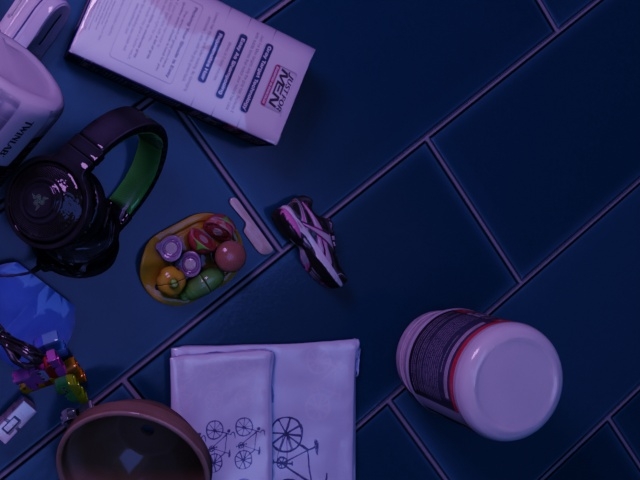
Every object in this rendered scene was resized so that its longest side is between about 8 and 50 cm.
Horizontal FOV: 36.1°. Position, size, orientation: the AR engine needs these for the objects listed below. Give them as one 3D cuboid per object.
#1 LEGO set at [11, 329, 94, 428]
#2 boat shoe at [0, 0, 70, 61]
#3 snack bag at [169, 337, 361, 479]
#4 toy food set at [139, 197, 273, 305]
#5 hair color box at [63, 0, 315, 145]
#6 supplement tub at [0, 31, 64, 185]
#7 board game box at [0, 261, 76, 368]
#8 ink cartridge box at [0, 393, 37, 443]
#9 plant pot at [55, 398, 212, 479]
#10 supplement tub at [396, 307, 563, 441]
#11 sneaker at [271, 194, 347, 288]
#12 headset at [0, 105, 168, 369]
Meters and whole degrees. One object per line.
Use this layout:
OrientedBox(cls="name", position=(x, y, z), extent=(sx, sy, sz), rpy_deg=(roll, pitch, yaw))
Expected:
OrientedBox(cls="LEGO set", position=(-0.414, 0.215, 1.486), extent=(0.093, 0.087, 0.227), rpy_deg=(-20, 145, -6))
OrientedBox(cls="boat shoe", position=(-0.465, -0.280, 1.466), extent=(0.076, 0.083, 0.226), rpy_deg=(36, 85, 13))
OrientedBox(cls="snack bag", position=(-0.086, 0.332, 1.655), extent=(0.343, 0.037, 0.322), rpy_deg=(-1, 93, -20))
OrientedBox(cls="toy food set", position=(-0.184, 0.023, 1.581), extent=(0.218, 0.071, 0.128), rpy_deg=(-31, 103, -16))
OrientedBox(cls="hair color box", position=(-0.203, -0.292, 1.536), extent=(0.347, 0.105, 0.173), rpy_deg=(23, 86, -19))
OrientedBox(cls="supplement tub", position=(-0.518, -0.132, 1.344), extent=(0.194, 0.193, 0.316), rpy_deg=(39, 106, -18))
OrientedBox(cls="board game box", position=(-0.464, 0.114, 1.506), extent=(0.169, 0.033, 0.133), rpy_deg=(41, 90, -18))
OrientedBox(cls="ink cartridge box", position=(-0.475, 0.279, 1.503), extent=(0.083, 0.048, 0.028), rpy_deg=(-46, 107, -10))
OrientedBox(cls="plant pot", position=(-0.278, 0.324, 1.521), extent=(0.238, 0.109, 0.237), rpy_deg=(3, 121, 4))
OrientedBox(cls="supplement tub", position=(0.258, 0.216, 1.646), extent=(0.191, 0.272, 0.191), rpy_deg=(-1, 94, -20))
OrientedBox(cls="sneaker", position=(0.000, 0.000, 1.650), extent=(0.077, 0.072, 0.178), rpy_deg=(-42, 112, -24))
OrientedBox(cls="headset", position=(-0.346, -0.011, 1.412), extent=(0.185, 0.243, 0.394), rpy_deg=(37, 74, 12))
